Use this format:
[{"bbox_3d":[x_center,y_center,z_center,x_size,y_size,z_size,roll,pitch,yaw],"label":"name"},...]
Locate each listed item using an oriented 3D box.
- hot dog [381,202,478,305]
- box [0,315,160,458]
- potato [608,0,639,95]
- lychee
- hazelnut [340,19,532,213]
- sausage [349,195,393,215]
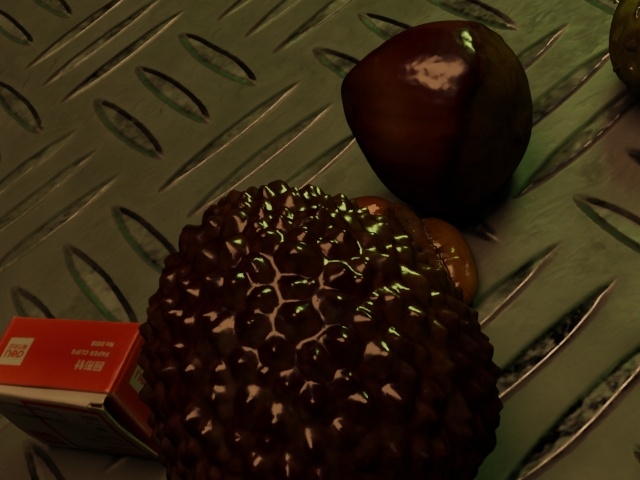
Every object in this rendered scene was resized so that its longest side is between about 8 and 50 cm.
[{"bbox_3d":[0.106,0.015,1.114,0.090,0.060,0.140,-19,39,6],"label":"hot dog"},{"bbox_3d":[-0.232,0.152,1.117,0.182,0.133,0.099,1,53,29],"label":"box"},{"bbox_3d":[0.388,-0.244,1.170,0.149,0.113,0.251,-3,39,37],"label":"potato"},{"bbox_3d":[-0.003,0.112,0.912,0.306,0.330,0.306,-19,12,4],"label":"lychee"},{"bbox_3d":[0.114,-0.133,1.159,0.208,0.208,0.208,-16,43,16],"label":"hazelnut"},{"bbox_3d":[0.000,0.000,1.194,0.183,0.054,0.062,-26,74,2],"label":"sausage"}]
